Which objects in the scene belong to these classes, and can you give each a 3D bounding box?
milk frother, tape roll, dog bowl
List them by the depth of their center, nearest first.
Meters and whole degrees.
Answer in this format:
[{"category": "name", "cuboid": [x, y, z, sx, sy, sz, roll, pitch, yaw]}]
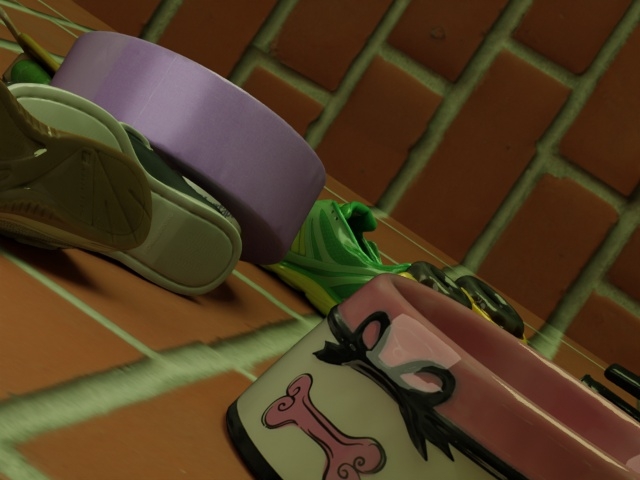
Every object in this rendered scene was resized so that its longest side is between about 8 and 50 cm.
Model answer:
[{"category": "dog bowl", "cuboid": [0.141, 0.174, 1.289, 0.408, 0.150, 0.408, 33, 6, -4]}, {"category": "tape roll", "cuboid": [-0.135, -0.084, 1.732, 0.275, 0.090, 0.275, 28, -14, 8]}, {"category": "milk frother", "cuboid": [0.344, 0.236, 2.206, 0.135, 0.129, 0.143, 35, 49, 19]}]

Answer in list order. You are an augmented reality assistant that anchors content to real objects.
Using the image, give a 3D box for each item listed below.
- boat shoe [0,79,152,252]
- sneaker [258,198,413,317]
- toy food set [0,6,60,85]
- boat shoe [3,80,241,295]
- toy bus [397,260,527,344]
[{"category": "boat shoe", "cuboid": [-0.257, -0.058, 1.347, 0.098, 0.109, 0.302, -12, -25, 36]}, {"category": "sneaker", "cuboid": [0.000, 0.000, 2.035, 0.295, 0.123, 0.109, 36, 7, 26]}, {"category": "toy food set", "cuboid": [-0.304, -0.151, 1.961, 0.218, 0.071, 0.128, 42, -13, 44]}, {"category": "boat shoe", "cuboid": [-0.191, -0.049, 1.543, 0.091, 0.114, 0.302, 41, -2, 46]}, {"category": "toy bus", "cuboid": [0.127, 0.142, 1.556, 0.211, 0.149, 0.220, 47, 14, 28]}]
